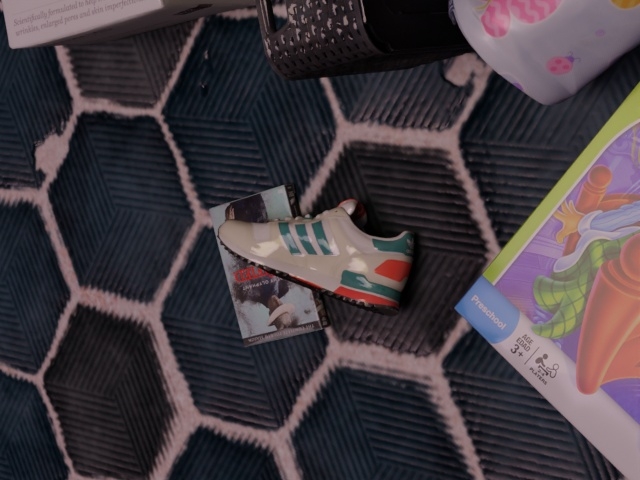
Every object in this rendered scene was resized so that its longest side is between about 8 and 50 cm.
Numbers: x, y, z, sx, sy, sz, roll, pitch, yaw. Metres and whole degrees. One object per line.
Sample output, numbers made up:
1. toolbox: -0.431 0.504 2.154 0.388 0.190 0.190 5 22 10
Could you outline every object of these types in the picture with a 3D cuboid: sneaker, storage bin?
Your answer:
1. sneaker: 0.000 0.000 1.148 0.161 0.057 0.075 20 86 25
2. storage bin: 0.041 -0.179 1.002 0.084 0.180 0.122 -11 92 39

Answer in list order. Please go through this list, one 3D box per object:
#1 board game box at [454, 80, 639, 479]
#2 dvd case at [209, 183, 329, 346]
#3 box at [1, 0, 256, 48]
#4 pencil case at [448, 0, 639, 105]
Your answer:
1. board game box: 0.283 0.070 0.899 0.347 0.078 0.233 45 110 22
2. dvd case: -0.042 0.021 1.211 0.087 0.013 0.119 -15 90 38
3. box: -0.163 -0.257 1.186 0.181 0.119 0.182 -7 94 39
4. pencil case: 0.207 -0.198 0.916 0.273 0.113 0.124 -36 34 37
